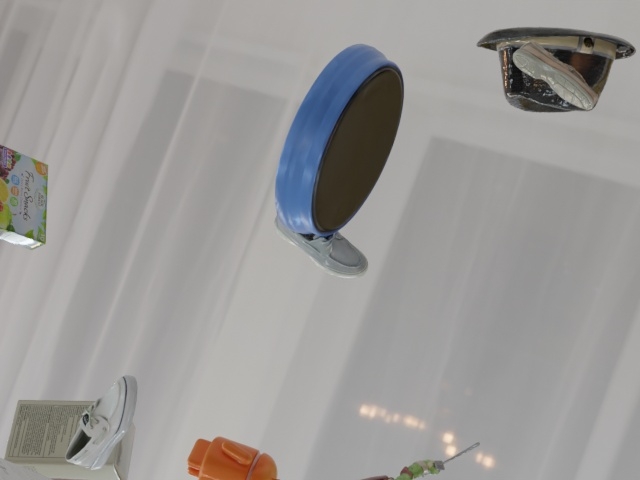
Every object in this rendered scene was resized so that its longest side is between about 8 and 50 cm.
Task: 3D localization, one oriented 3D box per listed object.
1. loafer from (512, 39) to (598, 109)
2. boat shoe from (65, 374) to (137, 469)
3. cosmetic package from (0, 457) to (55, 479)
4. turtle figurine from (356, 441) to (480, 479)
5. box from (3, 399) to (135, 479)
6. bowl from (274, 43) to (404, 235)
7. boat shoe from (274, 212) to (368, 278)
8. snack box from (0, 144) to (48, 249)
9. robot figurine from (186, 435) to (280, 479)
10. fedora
[{"bbox_3d":[0.306,-0.216,1.377,0.125,0.039,0.045,38,161,20],"label":"loafer"},{"bbox_3d":[-0.408,0.342,1.996,0.075,0.226,0.083,11,-152,-31],"label":"boat shoe"},{"bbox_3d":[-0.306,0.333,1.193,0.231,0.117,0.085,36,175,-39],"label":"cosmetic package"},{"bbox_3d":[0.199,0.550,2.167,0.274,0.198,0.266,-13,161,-6],"label":"turtle figurine"},{"bbox_3d":[-0.516,0.423,2.234,0.232,0.149,0.127,1,143,4],"label":"box"},{"bbox_3d":[0.047,-0.186,2.098,0.077,0.391,0.391,25,179,20],"label":"bowl"},{"bbox_3d":[0.000,-0.001,2.248,0.227,0.079,0.081,32,155,12],"label":"boat shoe"},{"bbox_3d":[-0.466,-0.066,1.641,0.037,0.141,0.100,-22,150,31],"label":"snack box"},{"bbox_3d":[-0.193,0.525,2.450,0.219,0.158,0.128,18,-167,9],"label":"robot figurine"},{"bbox_3d":[0.481,-0.342,2.224,0.334,0.153,0.334,4,-178,0],"label":"fedora"}]
